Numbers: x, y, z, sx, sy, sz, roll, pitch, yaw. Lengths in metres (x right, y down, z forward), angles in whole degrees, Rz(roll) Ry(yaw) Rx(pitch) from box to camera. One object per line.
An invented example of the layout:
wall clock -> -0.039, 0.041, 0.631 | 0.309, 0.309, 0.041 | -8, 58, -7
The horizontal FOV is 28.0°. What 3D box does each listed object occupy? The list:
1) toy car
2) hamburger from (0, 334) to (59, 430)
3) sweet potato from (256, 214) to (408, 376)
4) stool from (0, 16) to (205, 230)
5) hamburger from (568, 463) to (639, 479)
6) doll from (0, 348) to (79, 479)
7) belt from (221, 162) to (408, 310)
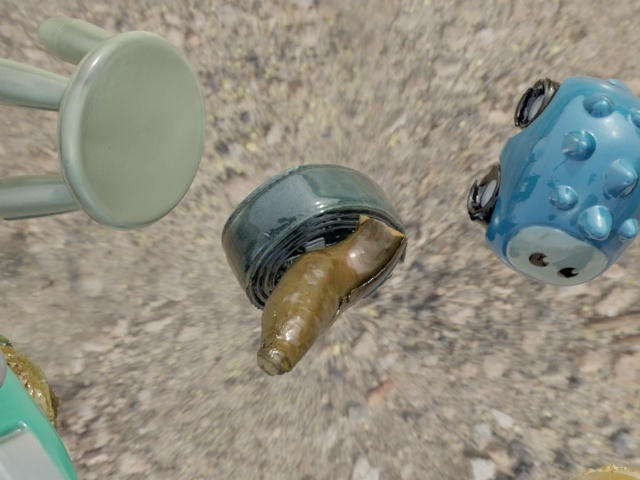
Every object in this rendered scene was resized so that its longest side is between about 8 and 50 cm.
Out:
toy car -> 0.303, -0.063, 1.488 | 0.188, 0.190, 0.255 | 26, 99, -18
hamburger -> -0.412, 0.233, 1.584 | 0.183, 0.130, 0.206 | 40, 106, 38
sweet potato -> 0.000, 0.056, 1.459 | 0.112, 0.286, 0.085 | -27, 99, 42
stool -> -0.248, -0.122, 1.302 | 0.198, 0.195, 0.195 | 13, 121, 34
hamburger -> 0.387, 0.411, 1.561 | 0.170, 0.302, 0.302 | -28, 87, -38
doll -> -0.257, 0.101, 0.703 | 0.258, 0.153, 0.195 | 14, 114, 31
belt -> 0.000, 0.000, 1.657 | 0.206, 0.267, 0.116 | -52, 52, 27
